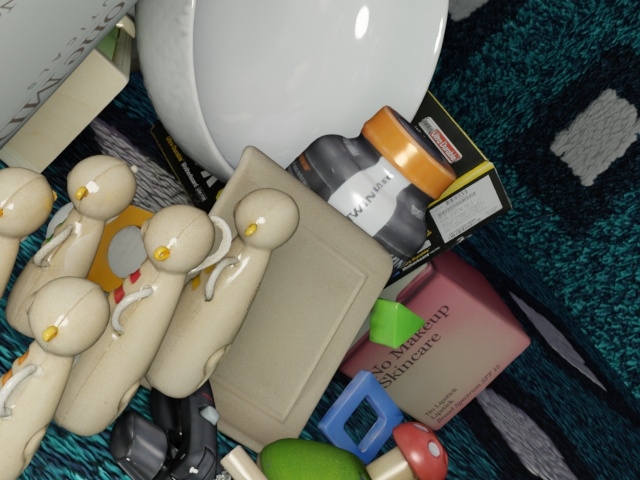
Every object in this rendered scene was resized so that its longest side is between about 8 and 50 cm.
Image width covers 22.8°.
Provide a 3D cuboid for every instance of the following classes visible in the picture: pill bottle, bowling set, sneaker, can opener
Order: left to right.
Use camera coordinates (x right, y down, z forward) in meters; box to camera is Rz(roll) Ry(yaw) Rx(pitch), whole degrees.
[{"bbox_3d":[-0.158,0.006,0.916,0.200,0.154,0.287,36,19,10],"label":"bowling set"},{"bbox_3d":[-0.152,0.019,1.203,0.094,0.080,0.212,39,-2,36],"label":"sneaker"},{"bbox_3d":[-0.091,0.118,1.042,0.073,0.059,0.186,54,10,-14],"label":"can opener"},{"bbox_3d":[0.000,0.000,1.337,0.130,0.246,0.130,43,11,-11],"label":"pill bottle"}]

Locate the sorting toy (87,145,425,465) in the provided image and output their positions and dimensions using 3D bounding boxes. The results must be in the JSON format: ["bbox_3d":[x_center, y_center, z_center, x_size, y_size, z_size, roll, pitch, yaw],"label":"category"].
[{"bbox_3d":[-0.049,0.050,1.207,0.047,0.196,0.348,14,-18,49],"label":"sorting toy"}]

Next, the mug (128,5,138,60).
[{"bbox_3d":[-0.221,-0.372,1.523,0.328,0.374,0.276,42,-16,5],"label":"mug"}]

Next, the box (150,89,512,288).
[{"bbox_3d":[0.000,-0.074,1.565,0.079,0.257,0.322,57,0,-44],"label":"box"}]

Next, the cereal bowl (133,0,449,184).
[{"bbox_3d":[-0.041,-0.210,1.414,0.141,0.339,0.339,17,-9,39],"label":"cereal bowl"}]

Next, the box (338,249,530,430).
[{"bbox_3d":[0.080,0.071,1.634,0.232,0.148,0.127,35,16,-42],"label":"box"}]

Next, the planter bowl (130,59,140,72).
[{"bbox_3d":[-0.234,-0.240,1.720,0.162,0.109,0.162,43,11,-10],"label":"planter bowl"}]

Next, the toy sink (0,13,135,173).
[{"bbox_3d":[-0.252,-0.175,1.351,0.153,0.131,0.234,43,11,-17],"label":"toy sink"}]

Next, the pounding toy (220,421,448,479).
[{"bbox_3d":[0.045,0.188,1.054,0.183,0.110,0.237,57,4,13],"label":"pounding toy"}]

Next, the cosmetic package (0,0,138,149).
[{"bbox_3d":[-0.288,-0.221,0.854,0.327,0.329,0.394,45,11,2],"label":"cosmetic package"}]
